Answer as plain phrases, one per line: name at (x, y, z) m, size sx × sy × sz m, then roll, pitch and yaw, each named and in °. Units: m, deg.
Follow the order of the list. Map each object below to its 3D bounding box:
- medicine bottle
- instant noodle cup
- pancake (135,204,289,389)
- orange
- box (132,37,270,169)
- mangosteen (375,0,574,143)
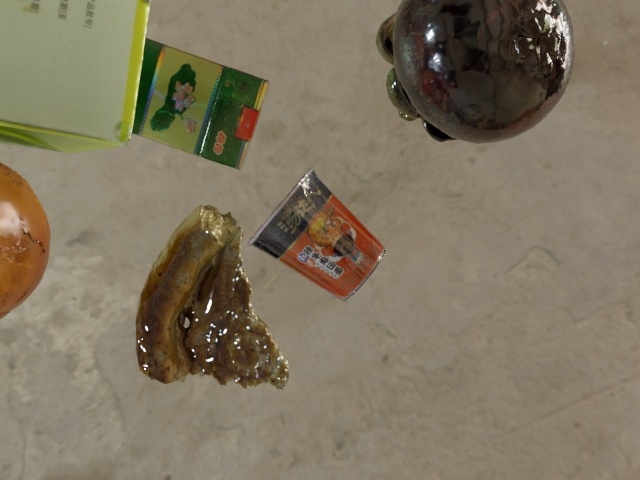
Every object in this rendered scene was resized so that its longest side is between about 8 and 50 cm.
medicine bottle at (-0.268, -0.161, 0.604) m, size 0.141 × 0.250 × 0.137 m, roll 5°, pitch 92°, yaw -33°
instant noodle cup at (0.001, 0.000, 0.779) m, size 0.136 × 0.127 × 0.127 m, roll 40°, pitch 86°, yaw -5°
pancake at (-0.136, 0.112, 0.873) m, size 0.244 × 0.057 × 0.266 m, roll 35°, pitch 107°, yaw 3°
orange at (-0.465, -0.004, 0.811) m, size 0.240 × 0.240 × 0.240 m, roll 0°, pitch 86°, yaw -1°
box at (-0.200, -0.197, 0.888) m, size 0.235 × 0.034 × 0.132 m, roll 19°, pitch 103°, yaw -5°
mangosteen at (0.258, -0.318, 1.085) m, size 0.330 × 0.330 × 0.330 m, roll 0°, pitch 86°, yaw -1°
